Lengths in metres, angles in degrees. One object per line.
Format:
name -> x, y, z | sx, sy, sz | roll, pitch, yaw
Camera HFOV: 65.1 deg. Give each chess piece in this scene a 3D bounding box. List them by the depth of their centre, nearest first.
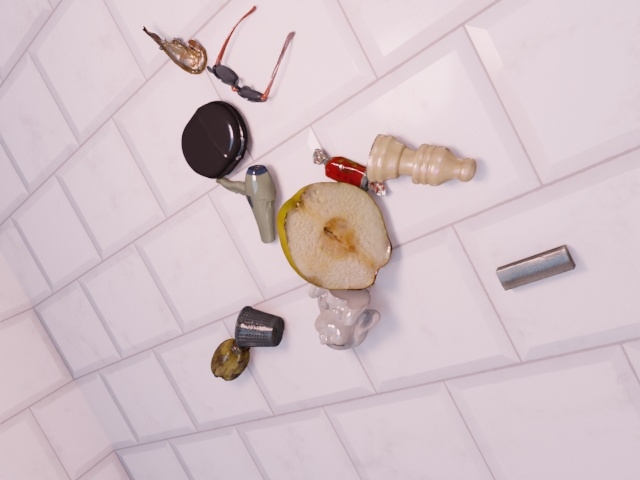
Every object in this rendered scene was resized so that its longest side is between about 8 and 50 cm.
chess piece -> 0.303, -0.223, 1.495 | 0.308, 0.138, 0.124 | 14, 148, 23

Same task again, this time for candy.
candy -> 0.092, -0.222, 1.651 | 0.292, 0.059, 0.086 | 27, 121, 21

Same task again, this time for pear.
pear -> 0.029, -0.016, 1.648 | 0.386, 0.340, 0.191 | 43, 168, -21

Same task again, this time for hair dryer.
hair dryer -> -0.257, -0.126, 1.892 | 0.298, 0.119, 0.295 | -5, 110, 49

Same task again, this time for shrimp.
shrimp -> -0.521, -0.714, 1.830 | 0.262, 0.066, 0.117 | 41, 110, -6

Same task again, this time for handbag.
handbag -> -0.395, -0.366, 1.857 | 0.308, 0.093, 0.253 | -40, 80, 35

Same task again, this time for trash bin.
trash bin -> -0.237, 0.359, 2.015 | 0.161, 0.175, 0.175 | 6, 111, 19

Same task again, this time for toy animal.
toy animal -> 0.084, 0.273, 1.776 | 0.272, 0.206, 0.264 | 29, 131, 36

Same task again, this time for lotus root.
lotus root -> -0.378, 0.497, 2.158 | 0.154, 0.154, 0.278 | 41, 126, 11

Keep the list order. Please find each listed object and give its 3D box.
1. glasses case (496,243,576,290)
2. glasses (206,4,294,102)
glasses case -> 0.622, 0.082, 1.458 | 0.205, 0.047, 0.070 | -25, 93, 36
glasses -> -0.235, -0.614, 1.663 | 0.234, 0.118, 0.268 | 40, 124, 14
